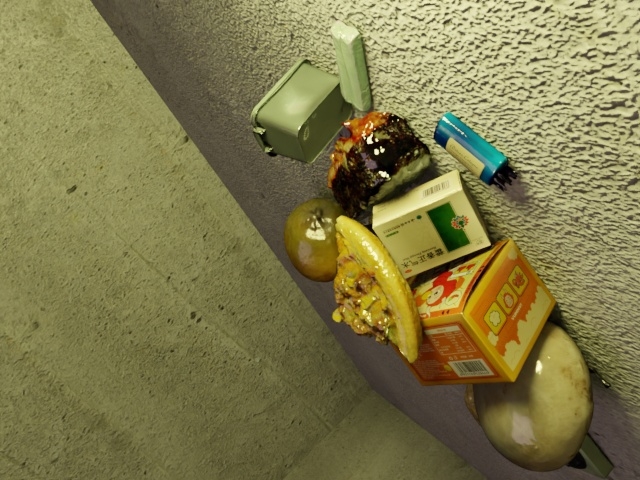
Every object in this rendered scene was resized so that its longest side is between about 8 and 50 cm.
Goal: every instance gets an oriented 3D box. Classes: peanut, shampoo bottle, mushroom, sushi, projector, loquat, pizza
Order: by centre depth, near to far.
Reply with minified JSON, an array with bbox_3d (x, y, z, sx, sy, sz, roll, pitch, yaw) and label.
[{"bbox_3d":[0.300,-0.166,1.162,0.183,0.050,0.087,44,162,18],"label":"shampoo bottle"},{"bbox_3d":[0.121,0.100,1.314,0.257,0.087,0.268,20,118,46],"label":"pizza"},{"bbox_3d":[0.131,-0.173,1.428,0.182,0.196,0.343,65,163,10],"label":"sushi"},{"bbox_3d":[0.532,0.363,1.447,0.362,0.294,0.362,180,90,-81],"label":"mushroom"},{"bbox_3d":[0.727,0.605,1.858,0.259,0.079,0.257,49,165,-9],"label":"projector"},{"bbox_3d":[0.582,0.557,2.055,0.153,0.140,0.325,4,132,45],"label":"peanut"},{"bbox_3d":[0.000,0.000,2.090,0.276,0.276,0.284,40,161,30],"label":"loquat"}]

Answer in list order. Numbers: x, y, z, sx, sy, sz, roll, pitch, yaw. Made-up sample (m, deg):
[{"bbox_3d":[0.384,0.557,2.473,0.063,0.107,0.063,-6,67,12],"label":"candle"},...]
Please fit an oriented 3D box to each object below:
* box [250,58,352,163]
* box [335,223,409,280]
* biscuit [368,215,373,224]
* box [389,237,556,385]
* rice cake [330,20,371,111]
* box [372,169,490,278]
[{"bbox_3d":[-0.035,-0.305,1.453,0.135,0.243,0.163,25,155,29],"label":"box"},{"bbox_3d":[0.188,0.097,1.697,0.301,0.301,0.216,56,168,-28],"label":"box"},{"bbox_3d":[0.196,-0.051,1.842,0.139,0.016,0.231,42,164,21],"label":"biscuit"},{"bbox_3d":[0.329,0.168,1.385,0.214,0.259,0.283,51,146,-13],"label":"box"},{"bbox_3d":[0.067,-0.379,1.317,0.080,0.042,0.222,46,167,29],"label":"rice cake"},{"bbox_3d":[0.245,-0.032,1.339,0.168,0.212,0.095,55,-158,-28],"label":"box"}]
